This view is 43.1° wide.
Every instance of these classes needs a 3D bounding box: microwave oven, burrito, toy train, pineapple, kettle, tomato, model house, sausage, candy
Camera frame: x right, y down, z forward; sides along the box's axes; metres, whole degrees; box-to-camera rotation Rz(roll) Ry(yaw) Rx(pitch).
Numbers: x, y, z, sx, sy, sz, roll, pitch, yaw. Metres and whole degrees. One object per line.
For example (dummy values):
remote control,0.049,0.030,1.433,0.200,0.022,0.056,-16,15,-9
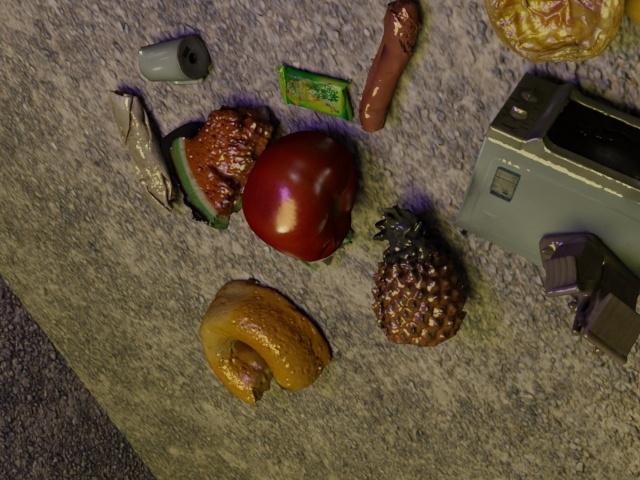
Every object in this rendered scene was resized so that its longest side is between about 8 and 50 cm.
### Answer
microwave oven,0.465,-0.099,1.454,0.355,0.218,0.286,26,141,15
burrito,-0.464,-0.224,2.161,0.117,0.076,0.392,19,137,40
toy train,0.000,0.000,2.030,0.125,0.081,0.194,37,140,-15
pineapple,0.205,0.057,1.838,0.223,0.223,0.357,4,122,35
kettle,-0.334,-0.415,1.881,0.148,0.127,0.098,3,98,39
tomato,-0.048,-0.105,1.809,0.226,0.298,0.298,16,136,27
model house,0.455,0.102,1.359,0.229,0.188,0.122,45,126,-9
sausage,0.132,-0.339,1.594,0.078,0.078,0.304,30,139,11
candy,-0.013,-0.319,1.757,0.178,0.032,0.102,19,137,23

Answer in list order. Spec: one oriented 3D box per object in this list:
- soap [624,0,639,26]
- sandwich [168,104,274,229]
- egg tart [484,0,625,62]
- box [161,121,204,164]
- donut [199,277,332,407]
soap,0.529,-0.373,1.280,0.168,0.033,0.089,41,148,-4
sandwich,-0.210,-0.201,1.933,0.301,0.162,0.250,-45,66,28
egg tart,0.381,-0.397,1.315,0.241,0.106,0.241,24,138,23
box,-0.314,-0.202,2.100,0.201,0.042,0.212,-15,117,45
donut,-0.206,0.315,2.426,0.377,0.163,0.435,46,142,-7
